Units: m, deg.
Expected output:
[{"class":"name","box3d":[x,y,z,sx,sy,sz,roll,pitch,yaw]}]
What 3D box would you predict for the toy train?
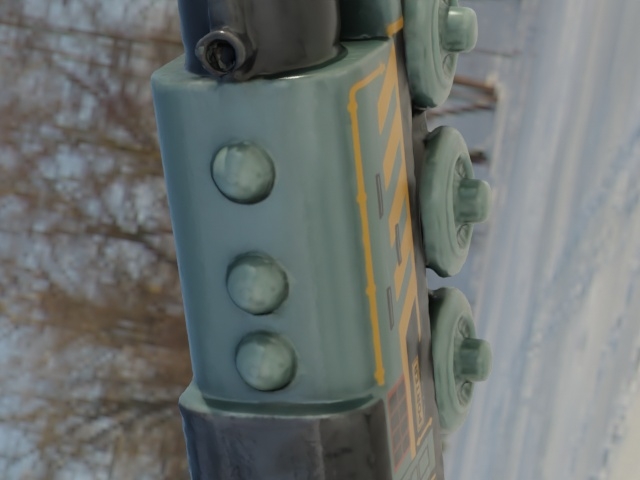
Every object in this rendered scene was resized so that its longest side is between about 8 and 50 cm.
[{"class":"toy train","box3d":[0.000,0.000,0.771,0.190,0.142,0.334,-49,-43,-64]}]
